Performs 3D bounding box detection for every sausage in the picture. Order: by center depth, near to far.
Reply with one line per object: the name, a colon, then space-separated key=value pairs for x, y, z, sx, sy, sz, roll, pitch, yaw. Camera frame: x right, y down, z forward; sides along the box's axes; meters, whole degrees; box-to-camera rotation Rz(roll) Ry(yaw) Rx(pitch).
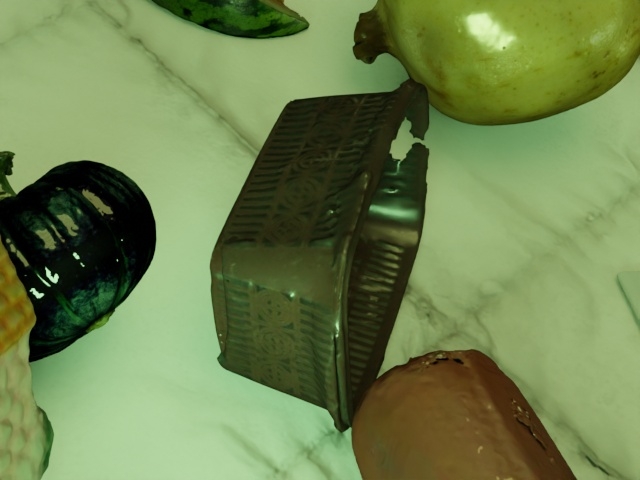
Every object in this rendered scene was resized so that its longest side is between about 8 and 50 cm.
sausage: x=0.124 y=0.209 z=1.149 sx=0.152 sy=0.152 sz=0.280 roll=-9 pitch=53 yaw=-26

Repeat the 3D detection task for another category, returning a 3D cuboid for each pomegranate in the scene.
pomegranate: x=0.196 y=-0.256 z=1.517 sx=0.307 sy=0.307 sz=0.307 roll=10 pitch=46 yaw=-11

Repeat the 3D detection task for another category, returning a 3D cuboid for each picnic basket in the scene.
picnic basket: x=0.000 y=0.000 z=1.269 sx=0.129 sy=0.222 sz=0.297 roll=10 pitch=44 yaw=12

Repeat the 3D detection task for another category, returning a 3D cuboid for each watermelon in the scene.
watermelon: x=-0.128 y=-0.285 z=1.581 sx=0.245 sy=0.063 sz=0.119 roll=29 pitch=33 yaw=9

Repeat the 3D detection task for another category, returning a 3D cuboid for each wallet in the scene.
wallet: x=0.322 y=0.064 z=1.446 sx=0.044 sy=0.011 sz=0.083 roll=-2 pitch=49 yaw=-21

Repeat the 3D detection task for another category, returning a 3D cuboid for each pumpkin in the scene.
pumpkin: x=-0.218 y=0.019 z=1.173 sx=0.150 sy=0.194 sz=0.194 roll=26 pitch=46 yaw=5

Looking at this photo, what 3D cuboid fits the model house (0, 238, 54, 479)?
model house: x=-0.320 y=0.077 z=1.000 sx=0.237 sy=0.237 sz=0.202 roll=13 pitch=27 yaw=21
